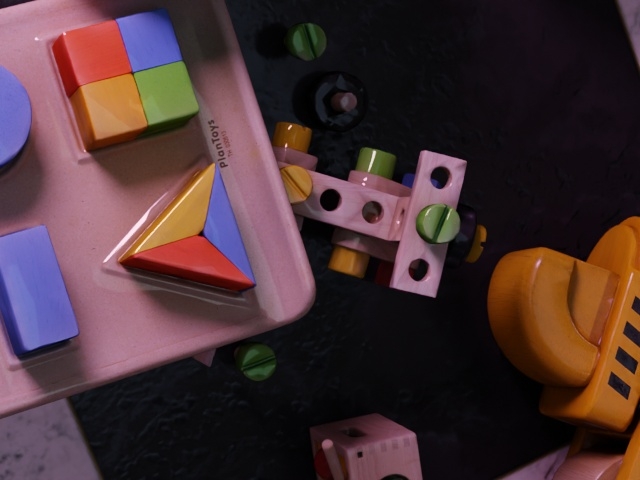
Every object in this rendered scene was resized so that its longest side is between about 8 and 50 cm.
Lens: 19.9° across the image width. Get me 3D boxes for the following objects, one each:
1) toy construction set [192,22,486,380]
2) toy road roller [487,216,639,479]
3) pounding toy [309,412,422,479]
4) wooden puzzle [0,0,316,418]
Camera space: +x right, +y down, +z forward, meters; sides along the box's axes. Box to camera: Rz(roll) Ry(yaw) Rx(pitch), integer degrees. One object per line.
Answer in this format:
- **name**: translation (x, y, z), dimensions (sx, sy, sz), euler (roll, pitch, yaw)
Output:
- **toy construction set**: translation (0.000, 0.000, 1.628), dimensions (0.257, 0.237, 0.309), euler (42, 82, -18)
- **toy road roller**: translation (0.266, 0.137, 1.760), dimensions (0.240, 0.202, 0.330), euler (20, 84, -7)
- **pounding toy**: translation (0.037, 0.227, 1.713), dimensions (0.100, 0.141, 0.130), euler (-11, 99, -17)
- **wooden puzzle**: translation (-0.202, -0.043, 1.488), dimensions (0.347, 0.080, 0.322), euler (-18, 89, -17)
